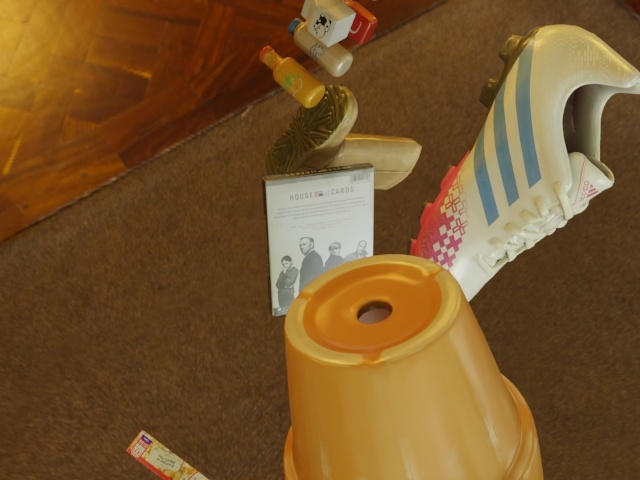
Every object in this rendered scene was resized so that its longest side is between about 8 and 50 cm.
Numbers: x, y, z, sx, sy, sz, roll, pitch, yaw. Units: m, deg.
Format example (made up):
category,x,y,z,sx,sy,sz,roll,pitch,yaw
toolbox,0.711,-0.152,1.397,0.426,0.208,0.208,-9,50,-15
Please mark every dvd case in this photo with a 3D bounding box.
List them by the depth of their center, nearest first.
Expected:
category,x,y,z,sx,sy,sz,roll,pitch,yaw
dvd case,0.000,0.000,1.171,0.179,0.238,0.029,-9,26,-16

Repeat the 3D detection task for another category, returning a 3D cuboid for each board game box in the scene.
category,x,y,z,sx,sy,sz,roll,pitch,yaw
board game box,-0.251,0.408,1.277,0.193,0.147,0.045,38,68,-2

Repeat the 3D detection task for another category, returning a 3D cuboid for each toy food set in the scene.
category,x,y,z,sx,sy,sz,roll,pitch,yaw
toy food set,0.005,-0.298,0.949,0.104,0.232,0.111,42,53,13

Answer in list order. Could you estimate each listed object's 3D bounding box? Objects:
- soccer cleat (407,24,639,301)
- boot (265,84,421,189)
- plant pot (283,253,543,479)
category,x,y,z,sx,sy,sz,roll,pitch,yaw
soccer cleat,0.193,-0.041,0.715,0.116,0.331,0.143,-10,37,-47
boot,0.069,-0.169,1.243,0.270,0.236,0.089,1,67,-38
plant pot,0.058,0.122,0.558,0.205,0.187,0.205,-11,32,7
